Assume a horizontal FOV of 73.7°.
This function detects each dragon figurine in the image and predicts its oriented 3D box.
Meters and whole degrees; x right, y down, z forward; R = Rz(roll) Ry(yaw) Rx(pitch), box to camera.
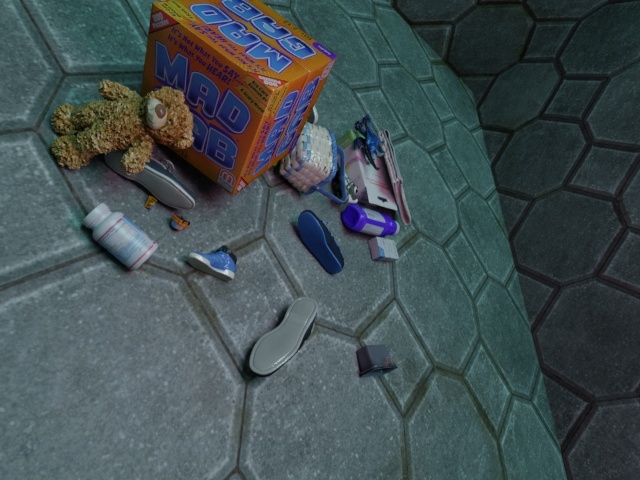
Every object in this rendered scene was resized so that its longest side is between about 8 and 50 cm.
[{"bbox_3d":[0.192,-0.399,1.763,0.144,0.085,0.289,35,45,-26],"label":"dragon figurine"}]

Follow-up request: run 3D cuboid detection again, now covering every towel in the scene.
[{"bbox_3d":[0.335,-0.282,1.919,0.317,0.053,0.332,62,16,-53],"label":"towel"}]

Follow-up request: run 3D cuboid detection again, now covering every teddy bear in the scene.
[{"bbox_3d":[-0.485,-0.279,1.027,0.337,0.113,0.245,6,68,3],"label":"teddy bear"}]

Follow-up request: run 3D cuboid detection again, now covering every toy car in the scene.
[{"bbox_3d":[-0.416,-0.068,1.159,0.122,0.060,0.041,35,88,-5],"label":"toy car"}]

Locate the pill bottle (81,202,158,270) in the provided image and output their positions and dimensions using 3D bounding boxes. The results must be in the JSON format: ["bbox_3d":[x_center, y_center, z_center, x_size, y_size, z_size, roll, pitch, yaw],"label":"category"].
[{"bbox_3d":[-0.473,-0.010,1.008,0.160,0.087,0.087,46,42,-17],"label":"pill bottle"}]

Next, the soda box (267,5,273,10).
[{"bbox_3d":[-0.174,-0.912,1.873,0.216,0.074,0.069,36,45,-26],"label":"soda box"}]

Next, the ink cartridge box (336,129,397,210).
[{"bbox_3d":[0.194,-0.277,1.852,0.207,0.119,0.354,11,59,-43],"label":"ink cartridge box"}]

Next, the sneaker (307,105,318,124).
[{"bbox_3d":[-0.131,-0.588,1.704,0.146,0.104,0.296,-22,82,-46],"label":"sneaker"}]

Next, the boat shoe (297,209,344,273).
[{"bbox_3d":[0.000,0.000,1.516,0.258,0.109,0.089,64,29,-22],"label":"boat shoe"}]

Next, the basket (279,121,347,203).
[{"bbox_3d":[-0.011,-0.291,1.577,0.288,0.201,0.255,21,55,-35],"label":"basket"}]

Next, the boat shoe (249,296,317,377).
[{"bbox_3d":[-0.095,0.288,1.223,0.114,0.091,0.302,22,40,23],"label":"boat shoe"}]

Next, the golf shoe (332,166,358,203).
[{"bbox_3d":[0.103,-0.220,1.737,0.093,0.077,0.198,19,46,-25],"label":"golf shoe"}]

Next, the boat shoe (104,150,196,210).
[{"bbox_3d":[-0.439,-0.173,1.137,0.254,0.095,0.079,30,41,-12],"label":"boat shoe"}]

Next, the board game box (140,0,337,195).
[{"bbox_3d":[-0.238,-0.427,1.210,0.356,0.357,0.356,37,44,3],"label":"board game box"}]

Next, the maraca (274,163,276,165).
[{"bbox_3d":[-0.191,-0.323,1.493,0.127,0.099,0.186,56,13,-24],"label":"maraca"}]

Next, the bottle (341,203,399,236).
[{"bbox_3d":[0.218,-0.073,1.765,0.282,0.092,0.118,11,27,-44],"label":"bottle"}]

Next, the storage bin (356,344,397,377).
[{"bbox_3d":[0.192,0.409,1.471,0.135,0.098,0.091,11,50,-43],"label":"storage bin"}]

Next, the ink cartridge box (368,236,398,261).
[{"bbox_3d":[0.265,0.040,1.792,0.122,0.052,0.089,10,61,-42],"label":"ink cartridge box"}]

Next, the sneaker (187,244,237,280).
[{"bbox_3d":[-0.296,0.046,1.184,0.152,0.058,0.085,32,53,-36],"label":"sneaker"}]
